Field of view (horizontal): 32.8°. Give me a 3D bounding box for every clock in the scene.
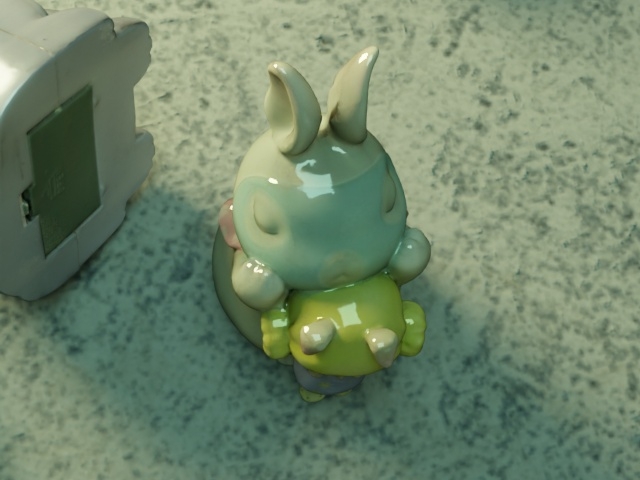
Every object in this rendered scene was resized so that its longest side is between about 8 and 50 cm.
[{"bbox_3d":[-0.247,-0.098,0.692,0.254,0.189,0.189,30,70,21],"label":"clock"}]

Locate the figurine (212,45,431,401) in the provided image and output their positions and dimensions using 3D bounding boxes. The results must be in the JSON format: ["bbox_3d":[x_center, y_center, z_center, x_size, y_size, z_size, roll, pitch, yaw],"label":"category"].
[{"bbox_3d":[0.000,0.000,0.629,0.127,0.235,0.155,2,71,-5],"label":"figurine"}]
